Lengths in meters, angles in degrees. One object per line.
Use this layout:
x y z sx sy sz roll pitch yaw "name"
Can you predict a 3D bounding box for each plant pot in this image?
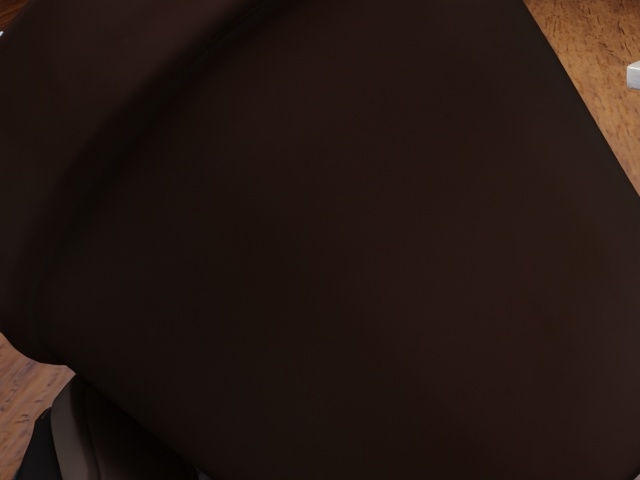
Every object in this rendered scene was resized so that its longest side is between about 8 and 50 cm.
0.026 0.017 0.472 0.323 0.323 0.280 -28 71 -39 "plant pot"

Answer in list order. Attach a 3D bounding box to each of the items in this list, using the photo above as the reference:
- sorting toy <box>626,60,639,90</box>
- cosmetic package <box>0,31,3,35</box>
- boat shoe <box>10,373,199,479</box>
0.501 -0.150 0.999 0.255 0.090 0.257 -23 30 -34 "sorting toy"
-0.347 -0.122 1.029 0.453 0.162 0.230 -21 29 -31 "cosmetic package"
-0.102 0.190 0.427 0.099 0.116 0.319 -47 31 14 "boat shoe"
